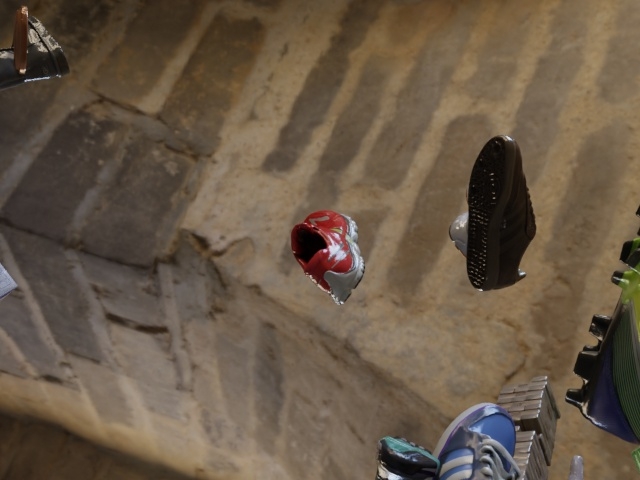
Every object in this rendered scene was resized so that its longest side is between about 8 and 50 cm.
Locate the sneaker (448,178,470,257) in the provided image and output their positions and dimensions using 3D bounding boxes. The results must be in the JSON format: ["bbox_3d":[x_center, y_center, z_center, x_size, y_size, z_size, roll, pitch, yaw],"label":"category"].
[{"bbox_3d":[0.318,-0.064,1.254,0.121,0.099,0.262,-32,-162,38],"label":"sneaker"}]

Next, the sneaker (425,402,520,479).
[{"bbox_3d":[0.241,0.358,0.967,0.323,0.130,0.236,-48,-165,-30],"label":"sneaker"}]

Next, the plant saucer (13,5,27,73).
[{"bbox_3d":[-0.376,-0.252,0.904,0.083,0.013,0.083,-3,-94,64],"label":"plant saucer"}]

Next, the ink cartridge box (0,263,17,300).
[{"bbox_3d":[-0.447,-0.002,0.828,0.097,0.207,0.046,-32,-174,35],"label":"ink cartridge box"}]

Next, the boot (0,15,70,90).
[{"bbox_3d":[-0.507,-0.266,1.087,0.189,0.208,0.076,39,-32,45],"label":"boot"}]

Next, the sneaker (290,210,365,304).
[{"bbox_3d":[0.000,0.000,1.267,0.107,0.118,0.279,-51,-158,12],"label":"sneaker"}]

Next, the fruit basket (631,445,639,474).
[{"bbox_3d":[0.707,0.473,1.233,0.165,0.353,0.327,-36,153,-2],"label":"fruit basket"}]

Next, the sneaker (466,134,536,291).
[{"bbox_3d":[0.216,-0.033,0.841,0.066,0.071,0.188,-134,-137,-57],"label":"sneaker"}]

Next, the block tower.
[{"bbox_3d":[0.351,0.366,1.276,0.335,0.097,0.091,-39,112,-58],"label":"block tower"}]

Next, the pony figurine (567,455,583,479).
[{"bbox_3d":[0.179,0.351,0.537,0.303,0.363,0.351,-21,-112,35],"label":"pony figurine"}]

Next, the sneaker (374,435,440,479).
[{"bbox_3d":[0.107,0.321,0.962,0.098,0.083,0.224,-66,163,-9],"label":"sneaker"}]

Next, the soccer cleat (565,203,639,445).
[{"bbox_3d":[0.260,0.050,0.498,0.093,0.121,0.289,-53,155,-36],"label":"soccer cleat"}]
